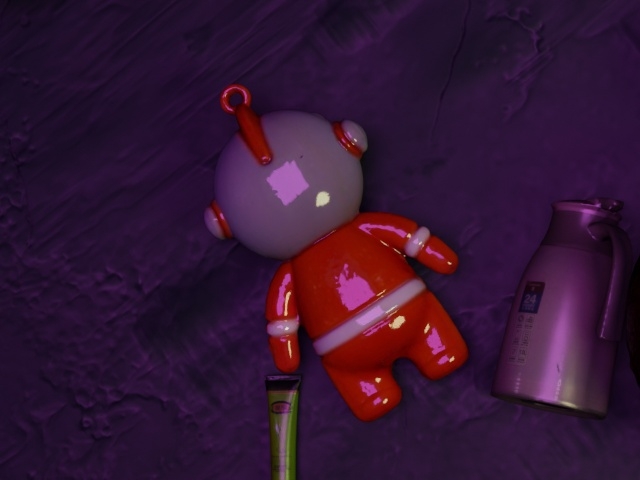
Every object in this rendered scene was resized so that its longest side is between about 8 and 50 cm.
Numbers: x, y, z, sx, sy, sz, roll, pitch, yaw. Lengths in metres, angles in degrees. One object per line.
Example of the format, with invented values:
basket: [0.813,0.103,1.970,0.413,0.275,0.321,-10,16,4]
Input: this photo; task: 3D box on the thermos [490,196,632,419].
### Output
thermos: [0.231,0.057,1.499,0.105,0.137,0.193,16,82,-19]

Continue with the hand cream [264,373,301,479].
hand cream: [-0.035,0.188,1.594,0.036,0.023,0.122,-2,82,15]

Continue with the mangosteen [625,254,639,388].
mangosteen: [0.400,0.083,1.380,0.297,0.293,0.297,0,123,0]

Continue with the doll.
doll: [0.000,0.000,1.567,0.199,0.105,0.336,-34,88,9]
